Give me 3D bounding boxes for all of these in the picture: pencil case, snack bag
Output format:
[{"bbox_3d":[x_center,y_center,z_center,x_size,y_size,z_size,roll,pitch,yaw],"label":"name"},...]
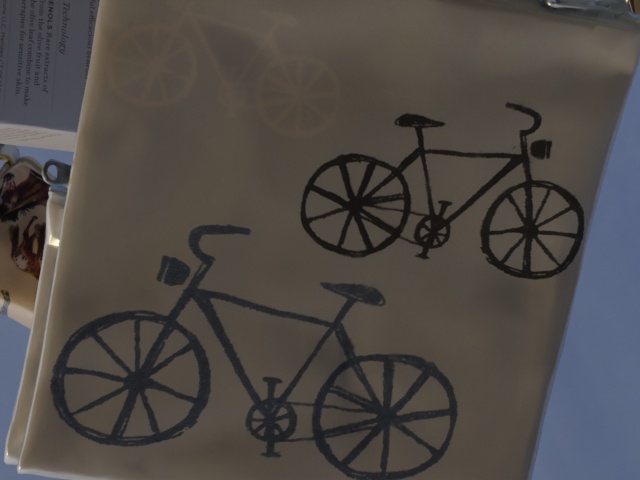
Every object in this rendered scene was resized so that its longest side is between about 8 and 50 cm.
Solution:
[{"bbox_3d":[-0.196,0.052,1.386,0.410,0.160,0.184,26,-84,-2],"label":"pencil case"},{"bbox_3d":[0.000,0.000,0.740,0.323,0.037,0.343,9,-74,-12],"label":"snack bag"}]

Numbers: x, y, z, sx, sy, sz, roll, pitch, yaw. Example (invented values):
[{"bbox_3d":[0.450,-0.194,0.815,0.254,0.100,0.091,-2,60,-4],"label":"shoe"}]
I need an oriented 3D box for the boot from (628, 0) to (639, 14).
[{"bbox_3d":[0.357,-0.308,1.213,0.178,0.085,0.236,-19,-63,5],"label":"boot"}]

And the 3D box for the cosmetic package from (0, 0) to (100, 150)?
[{"bbox_3d":[-0.181,-0.146,1.022,0.365,0.197,0.155,2,-89,-47],"label":"cosmetic package"}]
